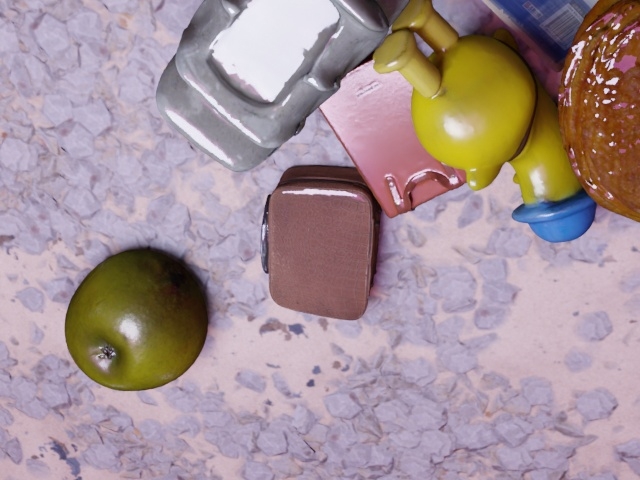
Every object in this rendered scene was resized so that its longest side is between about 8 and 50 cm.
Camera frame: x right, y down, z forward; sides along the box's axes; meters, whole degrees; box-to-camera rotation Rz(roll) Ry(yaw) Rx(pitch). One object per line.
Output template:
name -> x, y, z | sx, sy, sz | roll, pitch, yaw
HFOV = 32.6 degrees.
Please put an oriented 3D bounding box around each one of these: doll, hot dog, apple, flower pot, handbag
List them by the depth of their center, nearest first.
flower pot -> -0.007, -0.257, 1.139 | 0.164, 0.254, 0.367 | 40, 121, -8
hot dog -> 0.351, -0.151, 1.161 | 0.196, 0.122, 0.272 | -29, 129, -21
doll -> 0.208, -0.133, 1.224 | 0.363, 0.199, 0.145 | 37, 155, -32
handbag -> 0.092, -0.131, 1.306 | 0.127, 0.063, 0.190 | -25, 109, 24
handbag -> 0.000, 0.000, 1.397 | 0.151, 0.072, 0.193 | 9, 123, 8
apple -> -0.249, 0.114, 1.471 | 0.196, 0.157, 0.196 | 9, 119, 17

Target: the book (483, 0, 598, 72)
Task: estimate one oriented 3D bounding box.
book -> 0.308, -0.332, 1.124 | 0.322, 0.018, 0.228 | -35, 128, 27
